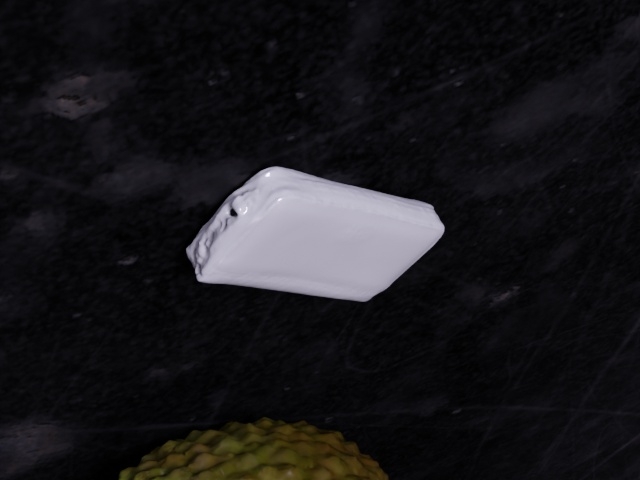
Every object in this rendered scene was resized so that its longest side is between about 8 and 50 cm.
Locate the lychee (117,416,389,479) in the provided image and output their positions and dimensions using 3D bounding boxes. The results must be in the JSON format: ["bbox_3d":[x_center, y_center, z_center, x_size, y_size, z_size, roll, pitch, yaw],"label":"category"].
[{"bbox_3d":[-0.045,0.265,0.998,0.270,0.270,0.320,-39,157,18],"label":"lychee"}]

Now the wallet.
[{"bbox_3d":[0.000,0.000,0.853,0.095,0.033,0.190,-45,147,24],"label":"wallet"}]
